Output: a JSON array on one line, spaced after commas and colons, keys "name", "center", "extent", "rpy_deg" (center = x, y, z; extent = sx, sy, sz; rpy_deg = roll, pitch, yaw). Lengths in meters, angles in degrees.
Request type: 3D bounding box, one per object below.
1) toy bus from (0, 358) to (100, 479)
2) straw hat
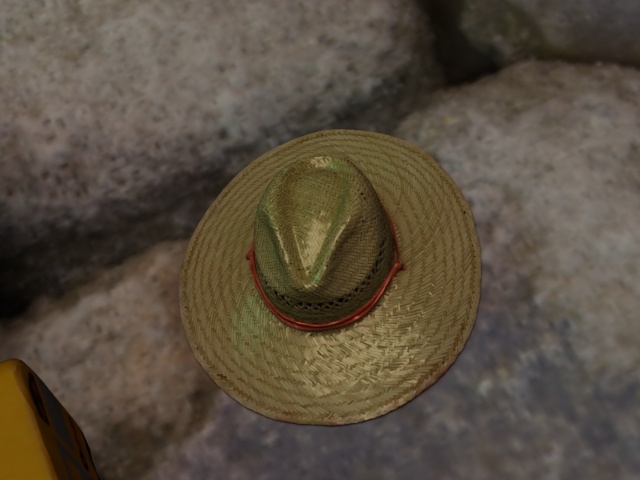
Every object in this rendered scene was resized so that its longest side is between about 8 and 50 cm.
[{"name": "toy bus", "center": [-0.230, 0.170, 0.504], "extent": [0.332, 0.130, 0.108], "rpy_deg": [-24, 63, -4]}, {"name": "straw hat", "center": [0.000, 0.000, 0.594], "extent": [0.144, 0.061, 0.144], "rpy_deg": [-3, 63, 6]}]
